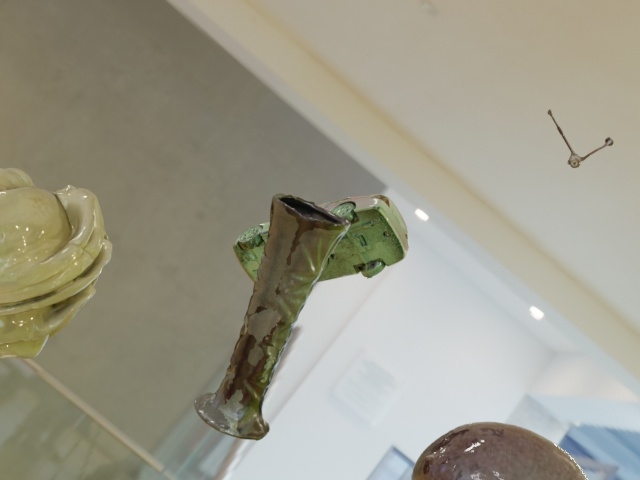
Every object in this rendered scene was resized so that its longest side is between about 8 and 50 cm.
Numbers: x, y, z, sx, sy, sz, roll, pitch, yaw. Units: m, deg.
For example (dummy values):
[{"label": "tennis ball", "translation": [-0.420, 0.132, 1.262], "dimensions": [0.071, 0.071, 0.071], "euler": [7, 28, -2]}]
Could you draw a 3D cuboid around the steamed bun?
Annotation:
[{"label": "steamed bun", "translation": [-0.406, 0.038, 1.346], "dimensions": [0.203, 0.276, 0.289], "euler": [59, -31, 16]}]

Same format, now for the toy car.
[{"label": "toy car", "translation": [0.000, 0.000, 1.230], "dimensions": [0.224, 0.076, 0.090], "euler": [-13, -57, 33]}]

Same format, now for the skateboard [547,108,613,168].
[{"label": "skateboard", "translation": [0.331, -0.142, 1.313], "dimensions": [0.083, 0.063, 0.032], "euler": [58, 15, 6]}]

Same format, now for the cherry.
[{"label": "cherry", "translation": [0.162, 0.245, 0.932], "dimensions": [0.176, 0.176, 0.140], "euler": [42, -4, -15]}]

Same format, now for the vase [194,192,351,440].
[{"label": "vase", "translation": [-0.035, 0.054, 0.707], "dimensions": [0.059, 0.167, 0.059], "euler": [20, 12, -4]}]
